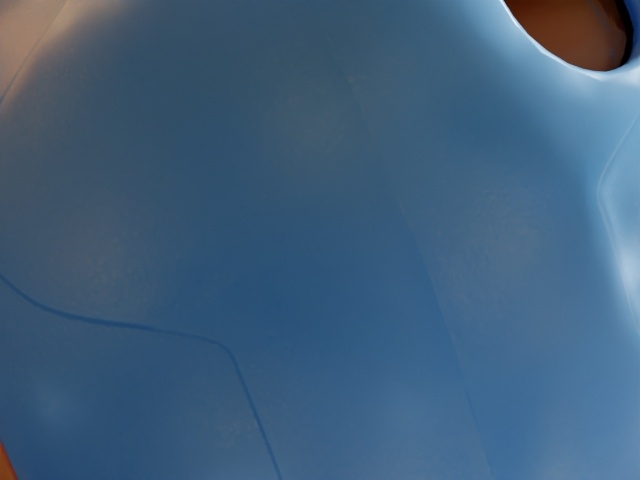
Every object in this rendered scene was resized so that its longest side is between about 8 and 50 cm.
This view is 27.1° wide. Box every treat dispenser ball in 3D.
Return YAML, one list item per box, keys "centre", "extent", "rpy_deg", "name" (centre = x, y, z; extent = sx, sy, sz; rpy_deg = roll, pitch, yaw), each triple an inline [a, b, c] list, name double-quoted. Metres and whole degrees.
- centre: [0.000, 0.000, 0.446]
  extent: [0.288, 0.288, 0.288]
  rpy_deg: [14, -48, 16]
  name: "treat dispenser ball"
